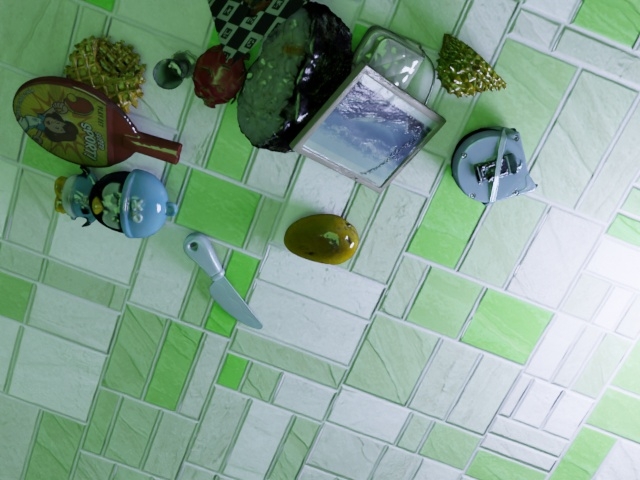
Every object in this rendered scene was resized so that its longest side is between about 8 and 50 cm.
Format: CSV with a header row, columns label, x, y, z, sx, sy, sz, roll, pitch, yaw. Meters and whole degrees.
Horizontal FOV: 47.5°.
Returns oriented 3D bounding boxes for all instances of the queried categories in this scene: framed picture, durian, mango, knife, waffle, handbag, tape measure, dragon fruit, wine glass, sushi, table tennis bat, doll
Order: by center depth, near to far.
label,x,y,z,sx,sy,sz,roll,pitch,yaw
sushi,-0.119,-0.522,1.584,0.264,0.290,0.050,-36,138,17
sushi,-0.051,-0.360,1.643,0.171,0.211,0.350,5,112,-46
durian,0.331,-0.374,1.661,0.187,0.119,0.108,37,106,-12
framed picture,0.118,-0.246,1.673,0.247,0.022,0.335,-47,141,19
wine glass,-0.334,-0.397,1.684,0.072,0.155,0.072,2,112,5
dragon fruit,-0.233,-0.394,1.699,0.136,0.133,0.166,8,122,-46
handbag,0.152,-0.354,1.709,0.219,0.079,0.256,28,113,-11
tape measure,0.406,-0.177,1.743,0.181,0.107,0.182,-23,111,6
waffle,-0.519,-0.392,1.747,0.193,0.070,0.197,15,113,-1
table tennis bat,-0.539,-0.267,1.761,0.415,0.051,0.268,16,141,-3
doll,-0.511,-0.096,1.830,0.314,0.141,0.177,6,108,6
mango,0.000,0.000,1.851,0.195,0.098,0.137,-6,115,12
knife,-0.267,0.122,1.956,0.080,0.044,0.331,-25,111,13
